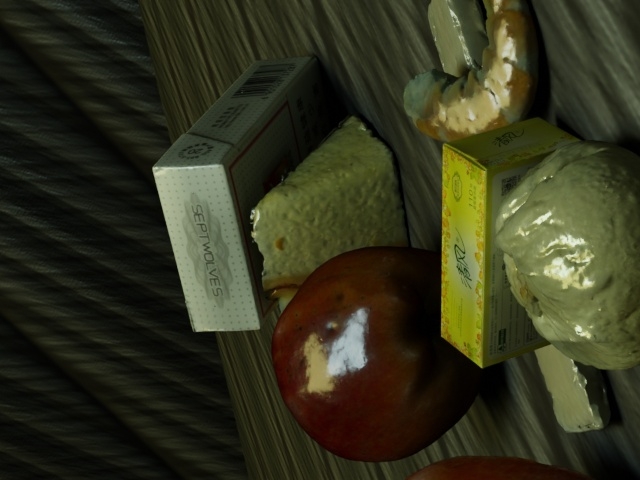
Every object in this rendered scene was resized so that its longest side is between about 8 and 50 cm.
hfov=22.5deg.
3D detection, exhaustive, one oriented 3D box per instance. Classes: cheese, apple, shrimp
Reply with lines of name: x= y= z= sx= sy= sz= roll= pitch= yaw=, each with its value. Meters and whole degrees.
cheese: x=0.166 y=-0.030 z=1.366 sx=0.085 sy=0.034 sz=0.400 roll=145 pitch=108 yaw=-78
apple: x=0.062 y=0.116 z=1.654 sx=0.234 sy=0.234 sz=0.234 roll=163 pitch=90 yaw=-79
shrimp: x=0.115 y=-0.158 z=1.302 sx=0.161 sy=0.049 sz=0.166 roll=12 pitch=112 yaw=55

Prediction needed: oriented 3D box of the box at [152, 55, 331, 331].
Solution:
box: x=-0.075 y=-0.063 z=1.902 sx=0.330 sy=0.095 sz=0.210 roll=-57 pitch=-40 yaw=-57

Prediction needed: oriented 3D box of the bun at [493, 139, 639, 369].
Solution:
bun: x=0.185 y=0.014 z=1.141 sx=0.188 sy=0.111 sz=0.164 roll=-162 pitch=53 yaw=-72

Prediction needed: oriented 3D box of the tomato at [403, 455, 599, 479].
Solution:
tomato: x=0.140 y=0.348 z=1.332 sx=0.338 sy=0.144 sz=0.338 roll=10 pitch=107 yaw=35

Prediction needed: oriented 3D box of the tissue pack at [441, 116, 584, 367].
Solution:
tissue pack: x=0.148 y=0.001 z=1.261 sx=0.062 sy=0.095 sz=0.176 roll=38 pitch=138 yaw=49

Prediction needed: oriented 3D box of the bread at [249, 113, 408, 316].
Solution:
bread: x=0.000 y=0.000 z=1.844 sx=0.135 sy=0.178 sz=0.240 roll=-127 pitch=22 yaw=-55
